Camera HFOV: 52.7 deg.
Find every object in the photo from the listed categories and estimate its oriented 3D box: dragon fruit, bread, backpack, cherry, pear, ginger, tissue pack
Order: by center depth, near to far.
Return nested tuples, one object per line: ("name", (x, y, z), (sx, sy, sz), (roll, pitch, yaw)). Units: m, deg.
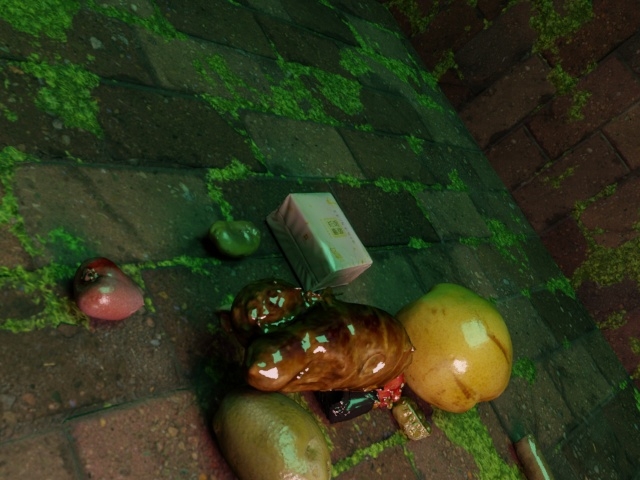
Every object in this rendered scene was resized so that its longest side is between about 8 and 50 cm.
("cherry", (-0.369, 0.089, 1.099), (0.126, 0.087, 0.106), (57, 20, -26))
("ginger", (0.001, 0.176, 1.242), (0.419, 0.176, 0.254), (9, 36, -38))
("backpack", (0.037, 0.306, 1.372), (0.120, 0.105, 0.165), (-3, 40, -30))
("dragon fruit", (0.131, 0.291, 1.480), (0.150, 0.207, 0.133), (-9, 38, -7))
("bread", (0.211, 0.418, 1.519), (0.066, 0.060, 0.110), (-29, 80, -27))
("pear", (0.322, 0.267, 1.602), (0.314, 0.314, 0.314), (32, 36, -27))
("tissue pack", (0.000, 0.000, 1.623), (0.185, 0.124, 0.225), (-9, 64, -53))

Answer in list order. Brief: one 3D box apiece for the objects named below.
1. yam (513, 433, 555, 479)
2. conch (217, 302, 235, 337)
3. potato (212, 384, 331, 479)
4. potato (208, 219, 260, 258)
("yam", (0.623, 0.704, 1.724), (0.083, 0.083, 0.371), (13, 46, -45))
("conch", (-0.120, 0.170, 1.326), (0.176, 0.104, 0.094), (17, 0, -36))
("potato", (-0.086, 0.352, 1.121), (0.251, 0.159, 0.174), (41, 0, 8))
("potato", (-0.193, -0.004, 1.433), (0.138, 0.070, 0.091), (1, 58, -49))
